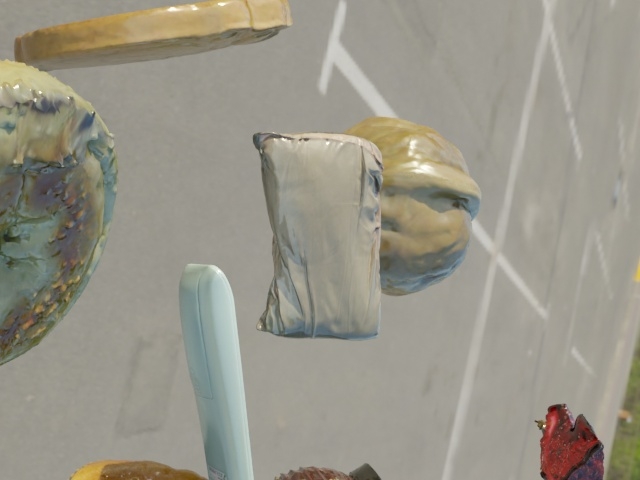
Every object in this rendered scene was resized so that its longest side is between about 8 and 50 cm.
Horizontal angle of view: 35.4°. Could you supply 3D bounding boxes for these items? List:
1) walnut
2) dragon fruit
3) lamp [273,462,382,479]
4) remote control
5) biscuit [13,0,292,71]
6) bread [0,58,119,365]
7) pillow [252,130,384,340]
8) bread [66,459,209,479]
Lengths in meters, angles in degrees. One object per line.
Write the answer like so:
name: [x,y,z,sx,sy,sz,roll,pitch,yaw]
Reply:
walnut: [0.122,-0.056,1.629,0.285,0.285,0.296,64,23,-60]
dragon fruit: [0.403,0.338,1.668,0.192,0.092,0.122,-93,179,-57]
lamp: [0.005,0.404,1.299,0.247,0.247,0.247,11,90,-71]
remote control: [-0.125,0.173,1.180,0.051,0.103,0.293,-10,94,-26]
biscuit: [-0.197,-0.257,1.258,0.351,0.312,0.057,-25,110,-56]
bread: [-0.309,-0.020,0.850,0.305,0.159,0.305,-38,150,-28]
pillow: [0.000,0.000,1.212,0.173,0.067,0.270,-6,104,-27]
bread: [-0.234,0.387,1.340,0.133,0.250,0.179,-58,-156,30]
